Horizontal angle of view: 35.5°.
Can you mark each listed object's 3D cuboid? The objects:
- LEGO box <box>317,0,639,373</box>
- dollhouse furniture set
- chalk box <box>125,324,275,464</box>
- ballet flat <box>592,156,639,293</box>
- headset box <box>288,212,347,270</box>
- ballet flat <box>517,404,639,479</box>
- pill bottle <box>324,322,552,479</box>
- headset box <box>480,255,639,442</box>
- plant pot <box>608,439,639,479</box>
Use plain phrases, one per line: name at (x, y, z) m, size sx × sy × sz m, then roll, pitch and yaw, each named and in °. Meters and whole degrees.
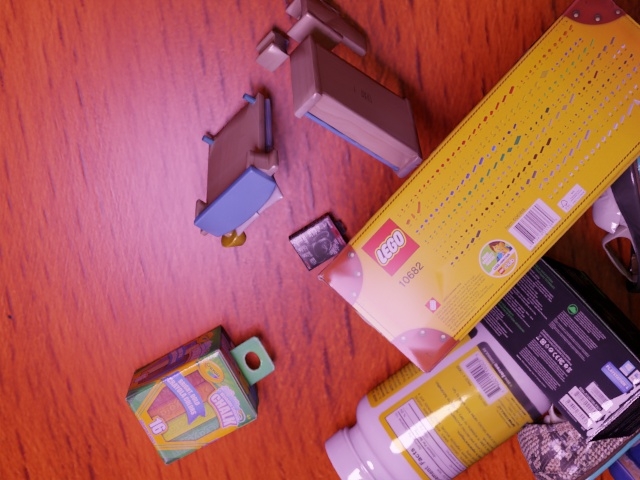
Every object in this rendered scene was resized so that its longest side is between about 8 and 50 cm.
LEGO box at (0.249, -0.081, 1.403) m, size 0.193 × 0.372 × 0.500 m, roll 43°, pitch 96°, yaw 3°
dollhouse furniture set at (-0.037, -0.150, 1.505) m, size 0.198 × 0.286 × 0.303 m, roll 29°, pitch 126°, yaw -30°
chalk box at (-0.178, 0.231, 1.579) m, size 0.213 × 0.132 × 0.132 m, roll -29°, pitch 102°, yaw 3°
ballet flat at (0.482, -0.024, 1.566) m, size 0.096 × 0.095 × 0.280 m, roll -17°, pitch 116°, yaw 17°
headset box at (0.000, 0.000, 1.591) m, size 0.083 × 0.032 × 0.062 m, roll -33°, pitch 102°, yaw 3°
ballet flat at (0.530, 0.221, 1.617) m, size 0.483 × 0.164 × 0.182 m, roll -33°, pitch 82°, yaw 6°
pill bottle at (0.180, 0.279, 1.581) m, size 0.334 × 0.188 × 0.188 m, roll -36°, pitch 101°, yaw 5°
headset box at (0.391, 0.160, 1.475) m, size 0.131 × 0.283 × 0.246 m, roll -47°, pitch 62°, yaw 15°
plant pot at (0.615, 0.409, 1.616) m, size 0.236 × 0.236 × 0.212 m, roll -33°, pitch 95°, yaw 4°
